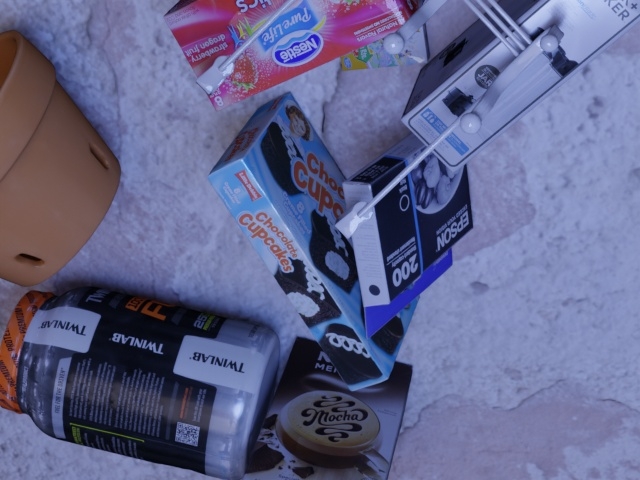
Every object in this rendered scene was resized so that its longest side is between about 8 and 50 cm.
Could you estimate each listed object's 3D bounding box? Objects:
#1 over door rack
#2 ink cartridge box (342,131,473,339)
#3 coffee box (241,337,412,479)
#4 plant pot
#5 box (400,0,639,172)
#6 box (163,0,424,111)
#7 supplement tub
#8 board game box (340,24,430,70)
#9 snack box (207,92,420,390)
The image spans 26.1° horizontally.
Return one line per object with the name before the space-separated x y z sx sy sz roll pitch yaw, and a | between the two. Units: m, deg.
over door rack | 0.051 -0.177 1.409 0.239 0.108 0.324 46 111 -3
ink cartridge box | 0.111 -0.015 1.625 0.045 0.206 0.208 11 122 34
coffee box | 0.008 0.268 1.741 0.168 0.297 0.119 13 123 5
plant pot | -0.383 -0.079 1.676 0.291 0.291 0.203 -34 122 26
box | 0.229 -0.220 1.508 0.087 0.169 0.290 44 117 -11
box | -0.026 -0.262 1.537 0.256 0.123 0.128 -21 110 22
supplement tub | -0.236 0.179 1.802 0.337 0.207 0.207 13 119 5
board game box | 0.065 -0.277 1.596 0.103 0.026 0.154 -4 116 15
snack box | 0.000 0.000 1.664 0.060 0.187 0.322 -24 110 28
